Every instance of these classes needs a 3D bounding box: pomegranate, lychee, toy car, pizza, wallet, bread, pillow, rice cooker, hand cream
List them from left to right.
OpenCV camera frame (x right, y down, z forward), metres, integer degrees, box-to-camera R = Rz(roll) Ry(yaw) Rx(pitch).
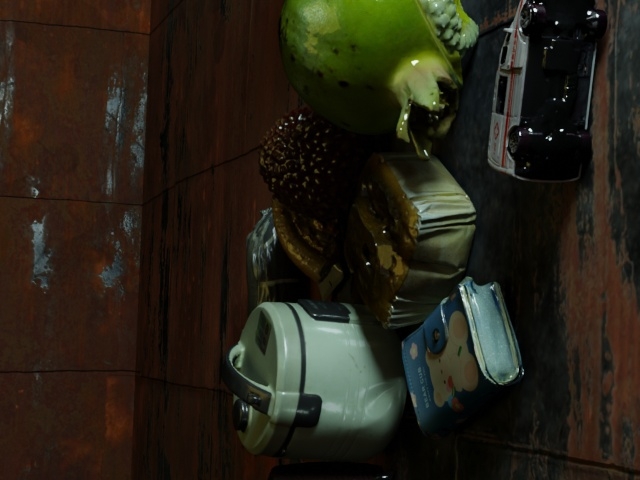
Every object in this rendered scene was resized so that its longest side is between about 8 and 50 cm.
[{"bbox_3d":[-0.083,0.098,2.071,0.161,0.093,0.335,138,132,-70],"label":"pillow"},{"bbox_3d":[-0.014,0.191,1.636,0.226,0.244,0.226,-176,90,-71],"label":"rice cooker"},{"bbox_3d":[-0.016,-0.045,1.871,0.058,0.127,0.246,108,172,-53],"label":"pizza"},{"bbox_3d":[-0.004,-0.119,1.770,0.188,0.188,0.188,-177,90,-70],"label":"lychee"},{"bbox_3d":[0.000,0.000,1.926,0.087,0.054,0.186,-52,45,50],"label":"hand cream"},{"bbox_3d":[0.079,-0.238,1.475,0.340,0.260,0.260,-111,31,-43],"label":"pomegranate"},{"bbox_3d":[0.105,-0.006,1.536,0.210,0.110,0.192,-115,33,-53],"label":"bread"},{"bbox_3d":[0.166,0.140,1.417,0.202,0.059,0.141,123,138,-57],"label":"wallet"},{"bbox_3d":[0.231,-0.166,1.246,0.108,0.089,0.209,-138,51,-72],"label":"toy car"}]

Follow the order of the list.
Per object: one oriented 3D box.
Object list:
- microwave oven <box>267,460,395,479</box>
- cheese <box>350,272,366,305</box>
[{"bbox_3d":[0.002,0.439,1.646,0.188,0.178,0.247,-106,27,-47],"label":"microwave oven"},{"bbox_3d":[0.089,0.065,1.678,0.162,0.036,0.086,-152,69,-68],"label":"cheese"}]
